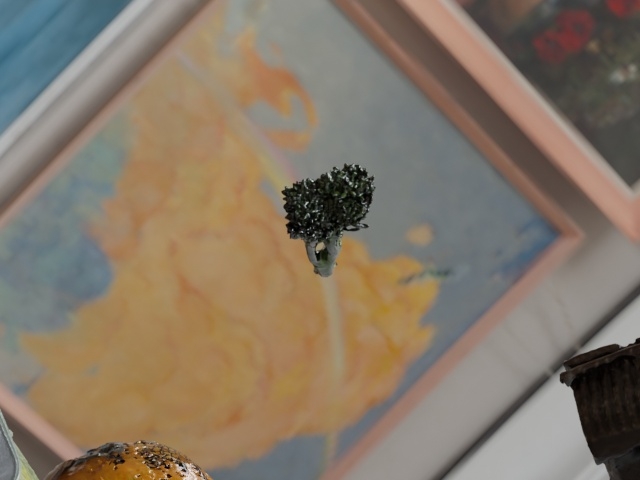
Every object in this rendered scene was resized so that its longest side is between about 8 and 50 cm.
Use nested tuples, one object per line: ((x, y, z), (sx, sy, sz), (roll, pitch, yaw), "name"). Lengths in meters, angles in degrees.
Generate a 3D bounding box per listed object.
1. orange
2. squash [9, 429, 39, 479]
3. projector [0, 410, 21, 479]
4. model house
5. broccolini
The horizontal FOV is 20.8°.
((-0.191, 0.313, 1.728), (0.182, 0.234, 0.234), (-26, -151, 45), "orange")
((-0.232, 0.271, 1.439), (0.309, 0.233, 0.210), (13, -131, 41), "squash")
((-0.282, 0.159, 1.281), (0.082, 0.083, 0.083), (-3, -158, 44), "projector")
((0.297, 0.151, 1.368), (0.203, 0.164, 0.141), (-12, 176, 21), "model house")
((0.000, -0.013, 1.431), (0.074, 0.058, 0.201), (-6, 168, -7), "broccolini")
